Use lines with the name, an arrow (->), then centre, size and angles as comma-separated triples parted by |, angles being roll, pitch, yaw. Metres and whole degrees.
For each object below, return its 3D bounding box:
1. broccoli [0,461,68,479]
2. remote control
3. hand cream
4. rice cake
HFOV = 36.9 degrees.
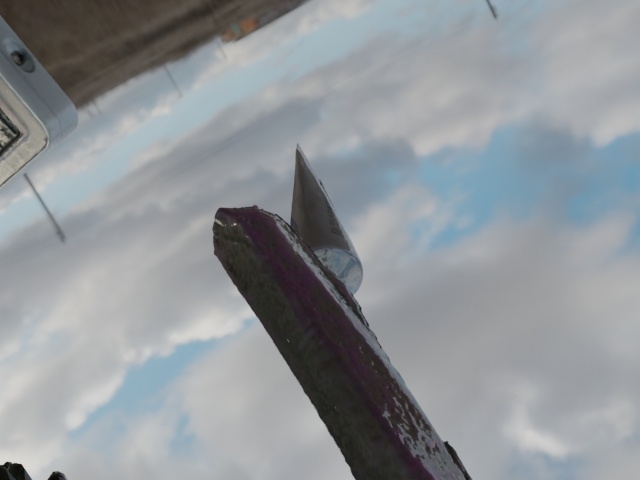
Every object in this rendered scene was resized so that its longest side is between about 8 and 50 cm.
broccoli -> -0.158, 0.284, 0.452 | 0.281, 0.348, 0.293 | -21, -173, 11
remote control -> -0.250, -0.057, 0.611 | 0.250, 0.103, 0.034 | -27, -163, 41
hand cream -> 0.000, 0.000, 0.691 | 0.053, 0.084, 0.142 | -21, -144, 10
rice cake -> 0.007, 0.057, 0.436 | 0.036, 0.047, 0.207 | -46, -126, 16
